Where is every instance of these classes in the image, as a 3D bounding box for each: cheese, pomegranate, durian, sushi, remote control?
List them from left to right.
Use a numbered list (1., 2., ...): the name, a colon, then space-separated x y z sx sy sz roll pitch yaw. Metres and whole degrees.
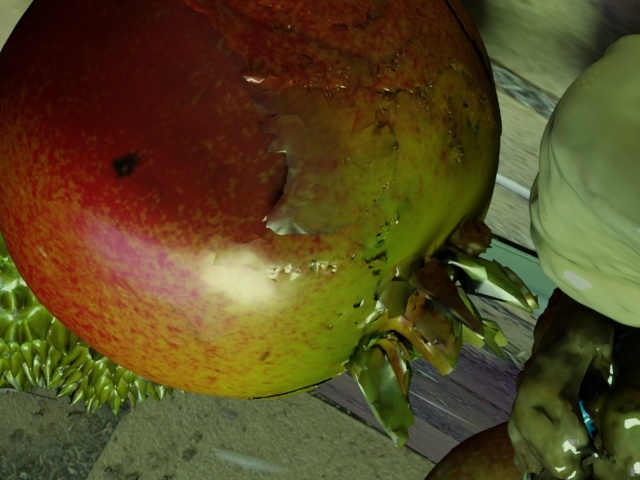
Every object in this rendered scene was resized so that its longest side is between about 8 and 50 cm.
1. durian: -0.165 -0.007 1.195 0.291 0.225 0.291 16 -156 -7
2. pomegranate: -0.022 -0.029 0.676 0.235 0.210 0.210 47 174 12
3. remote control: 0.098 0.012 1.084 0.162 0.029 0.061 25 168 34
4. sushi: 0.175 0.109 0.791 0.219 0.225 0.238 45 154 18
5. cheese: 0.200 0.017 0.597 0.263 0.093 0.159 28 174 12

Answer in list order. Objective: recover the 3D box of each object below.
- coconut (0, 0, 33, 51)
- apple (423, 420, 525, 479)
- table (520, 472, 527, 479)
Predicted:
1. coconut: -0.189 -0.102 0.985 0.147 0.147 0.153 106 140 -80
2. apple: 0.220 0.285 1.399 0.309 0.277 0.250 38 -175 13
3. table: 0.269 0.164 1.096 0.240 0.122 0.111 28 -172 19
